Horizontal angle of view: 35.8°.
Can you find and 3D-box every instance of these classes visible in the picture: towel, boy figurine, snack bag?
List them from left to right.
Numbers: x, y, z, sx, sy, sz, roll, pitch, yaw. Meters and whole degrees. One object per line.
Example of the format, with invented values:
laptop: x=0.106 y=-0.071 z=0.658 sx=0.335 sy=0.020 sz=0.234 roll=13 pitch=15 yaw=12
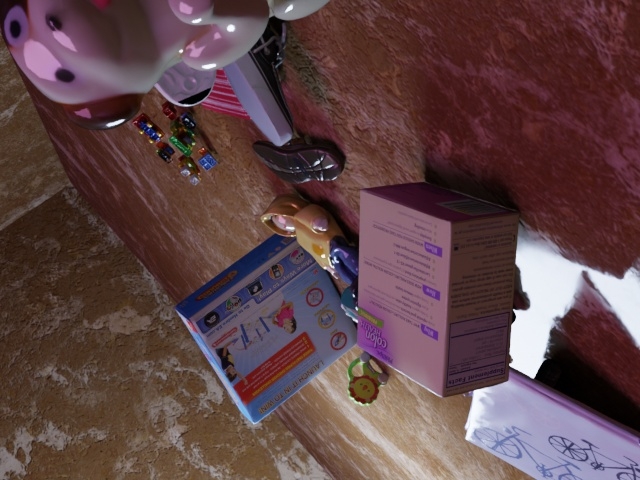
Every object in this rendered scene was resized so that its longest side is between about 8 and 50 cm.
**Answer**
towel: x=-0.231 y=-0.354 z=1.865 sx=0.199 sy=0.031 sz=0.274 roll=23 pitch=148 yaw=54
boy figurine: x=0.000 y=0.000 z=1.868 sx=0.285 sy=0.092 sz=0.177 roll=41 pitch=162 yaw=25
snack bag: x=0.364 y=0.302 z=1.489 sx=0.323 sy=0.037 sz=0.342 roll=27 pitch=155 yaw=20

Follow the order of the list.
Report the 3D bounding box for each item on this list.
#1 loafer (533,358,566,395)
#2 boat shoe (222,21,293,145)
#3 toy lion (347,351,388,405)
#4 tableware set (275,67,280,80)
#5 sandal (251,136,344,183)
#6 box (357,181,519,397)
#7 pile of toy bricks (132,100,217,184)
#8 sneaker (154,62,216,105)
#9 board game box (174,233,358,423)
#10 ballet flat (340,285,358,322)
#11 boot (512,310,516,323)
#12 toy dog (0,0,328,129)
loafer: x=0.346 y=0.226 z=1.494 sx=0.061 sy=0.062 sz=0.170 roll=28 pitch=161 yaw=14
boat shoe: x=-0.103 y=-0.298 z=1.527 sx=0.306 sy=0.105 sz=0.113 roll=61 pitch=166 yaw=-4
toy lion: x=0.096 y=0.316 z=2.222 sx=0.100 sy=0.096 sz=0.034 roll=48 pitch=162 yaw=16
tableware set: x=-0.130 y=-0.324 z=1.654 sx=0.194 sy=0.039 sz=0.128 roll=47 pitch=157 yaw=9
sandal: x=-0.032 y=-0.150 z=1.723 sx=0.219 sy=0.060 sz=0.090 roll=2 pitch=135 yaw=50
box: x=0.156 y=0.060 z=1.374 sx=0.214 sy=0.117 sz=0.242 roll=24 pitch=117 yaw=56
pile of toy bricks: x=-0.317 y=-0.238 z=2.229 sx=0.212 sy=0.118 sz=0.105 roll=45 pitch=-162 yaw=-34
sneaker: x=-0.268 y=-0.371 z=1.679 sx=0.236 sy=0.130 sz=0.322 roll=-173 pitch=59 yaw=-82
board game box: x=-0.104 y=0.177 z=2.109 sx=0.086 sy=0.308 sz=0.301 roll=26 pitch=148 yaw=57
ballet flat: x=0.129 y=0.146 z=1.871 sx=0.077 sy=0.091 sz=0.241 roll=28 pitch=-174 yaw=-38
boot: x=0.239 y=0.078 z=1.507 sx=0.106 sy=0.037 sz=0.114 roll=61 pitch=166 yaw=-17
toy dog: x=-0.195 y=-0.324 z=1.196 sx=0.284 sy=0.408 sz=0.395 roll=59 pitch=161 yaw=-17
